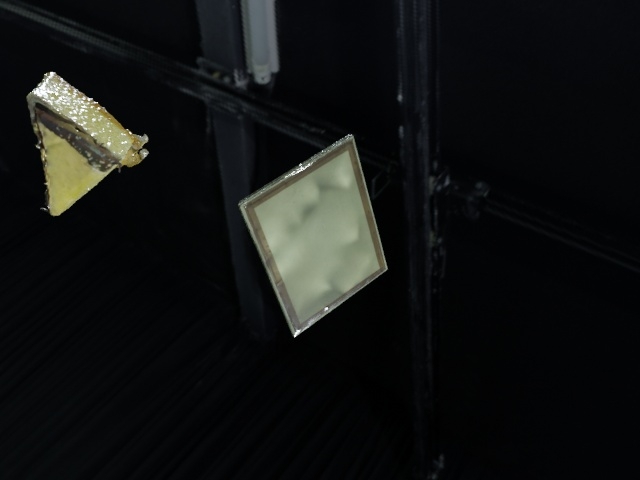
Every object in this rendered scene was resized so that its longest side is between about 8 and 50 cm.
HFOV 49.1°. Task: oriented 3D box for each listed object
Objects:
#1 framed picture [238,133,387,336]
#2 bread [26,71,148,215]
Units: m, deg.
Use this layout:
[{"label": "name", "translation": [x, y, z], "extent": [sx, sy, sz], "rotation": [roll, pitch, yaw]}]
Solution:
[{"label": "framed picture", "translation": [0.000, 0.000, 0.893], "extent": [0.010, 0.173, 0.231], "rotation": [35, -29, 45]}, {"label": "bread", "translation": [-0.304, -0.122, 0.846], "extent": [0.152, 0.127, 0.147], "rotation": [54, 7, -21]}]
